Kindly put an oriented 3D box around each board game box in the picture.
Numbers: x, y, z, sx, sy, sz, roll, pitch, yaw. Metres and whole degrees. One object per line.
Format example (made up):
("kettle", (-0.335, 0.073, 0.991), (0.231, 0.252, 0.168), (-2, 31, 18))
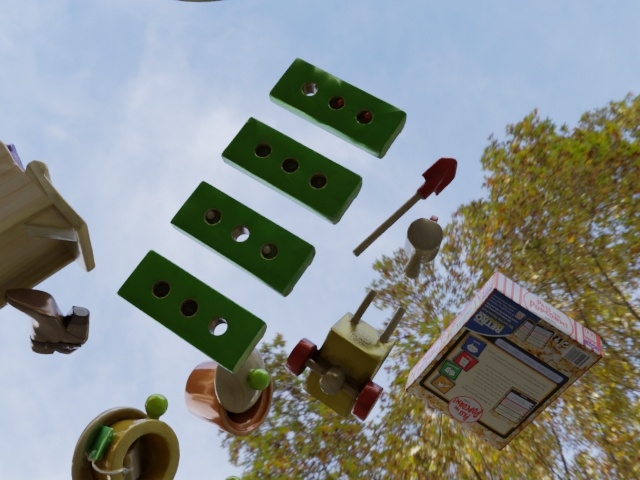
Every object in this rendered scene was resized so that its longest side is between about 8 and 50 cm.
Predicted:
("board game box", (0.217, 0.152, 0.799), (0.147, 0.045, 0.193), (33, -59, 0))

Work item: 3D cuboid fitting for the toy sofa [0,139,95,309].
("toy sofa", (-0.485, 0.043, 0.822), (0.177, 0.150, 0.362), (45, -118, 12))

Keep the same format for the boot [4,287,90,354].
("boot", (-0.358, 0.111, 0.848), (0.119, 0.042, 0.087), (22, -58, -26))

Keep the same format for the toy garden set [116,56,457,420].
("toy garden set", (0.000, 0.000, 0.513), (0.204, 0.049, 0.244), (30, -106, 15))

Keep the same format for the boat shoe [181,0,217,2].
("boat shoe", (-0.156, -0.296, 0.671), (0.228, 0.068, 0.081), (13, -132, 22))

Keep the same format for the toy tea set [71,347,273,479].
("toy tea set", (-0.109, 0.246, 0.544), (0.124, 0.200, 0.335), (-3, -109, 37))
